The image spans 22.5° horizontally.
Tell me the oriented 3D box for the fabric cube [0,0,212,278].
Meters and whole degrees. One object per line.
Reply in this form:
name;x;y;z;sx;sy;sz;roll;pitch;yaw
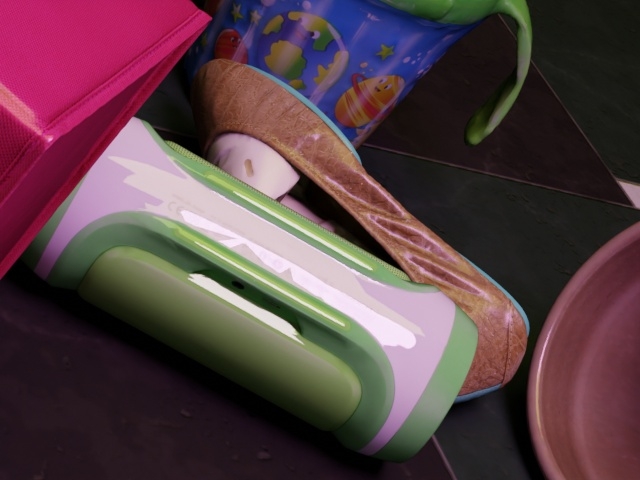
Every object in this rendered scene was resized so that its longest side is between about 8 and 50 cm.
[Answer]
fabric cube;-0.258;-0.086;0.842;0.258;0.259;0.254;41;23;-3

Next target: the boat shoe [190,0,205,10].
boat shoe;-0.129;-0.241;1.426;0.223;0.073;0.080;0;46;-43

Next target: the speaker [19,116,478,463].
speaker;-0.049;0.029;1.055;0.296;0.131;0.131;30;30;-8

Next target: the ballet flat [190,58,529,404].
ballet flat;0.000;0.000;1.192;0.342;0.116;0.124;44;50;11

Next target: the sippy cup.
sippy cup;0.005;-0.189;1.331;0.305;0.224;0.240;46;33;22

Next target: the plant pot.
plant pot;0.322;0.132;1.184;0.229;0.263;0.263;32;25;-39
